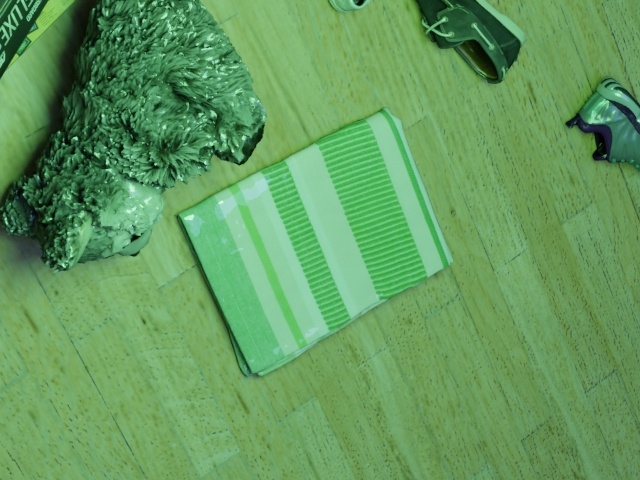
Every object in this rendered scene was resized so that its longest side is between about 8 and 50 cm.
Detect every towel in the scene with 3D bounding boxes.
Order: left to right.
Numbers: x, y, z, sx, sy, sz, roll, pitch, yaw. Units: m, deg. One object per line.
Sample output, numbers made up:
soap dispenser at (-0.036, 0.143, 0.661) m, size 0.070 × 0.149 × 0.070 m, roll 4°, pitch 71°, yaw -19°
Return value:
towel at (0.000, 0.000, 2.134) m, size 0.325 × 0.038 × 0.247 m, roll -29°, pitch 112°, yaw -20°

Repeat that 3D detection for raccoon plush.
raccoon plush at (-0.269, -0.183, 1.856) m, size 0.299 × 0.216 × 0.446 m, roll -32°, pitch 109°, yaw -16°

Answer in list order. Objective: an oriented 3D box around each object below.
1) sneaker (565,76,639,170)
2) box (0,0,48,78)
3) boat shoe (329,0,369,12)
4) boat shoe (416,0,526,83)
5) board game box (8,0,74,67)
sneaker at (0.437, -0.129, 2.344) m, size 0.098 × 0.083 × 0.224 m, roll -44°, pitch 115°, yaw 9°
box at (-0.401, -0.273, 1.685) m, size 0.076 × 0.243 × 0.307 m, roll 77°, pitch 37°, yaw -66°
boat shoe at (0.066, -0.370, 2.077) m, size 0.066 × 0.063 × 0.184 m, roll 32°, pitch 84°, yaw -31°
boat shoe at (0.169, -0.286, 2.142) m, size 0.233 × 0.084 × 0.079 m, roll 34°, pitch 82°, yaw -33°
board game box at (-0.368, -0.282, 1.831) m, size 0.243 × 0.042 × 0.165 m, roll -50°, pitch 121°, yaw -26°
